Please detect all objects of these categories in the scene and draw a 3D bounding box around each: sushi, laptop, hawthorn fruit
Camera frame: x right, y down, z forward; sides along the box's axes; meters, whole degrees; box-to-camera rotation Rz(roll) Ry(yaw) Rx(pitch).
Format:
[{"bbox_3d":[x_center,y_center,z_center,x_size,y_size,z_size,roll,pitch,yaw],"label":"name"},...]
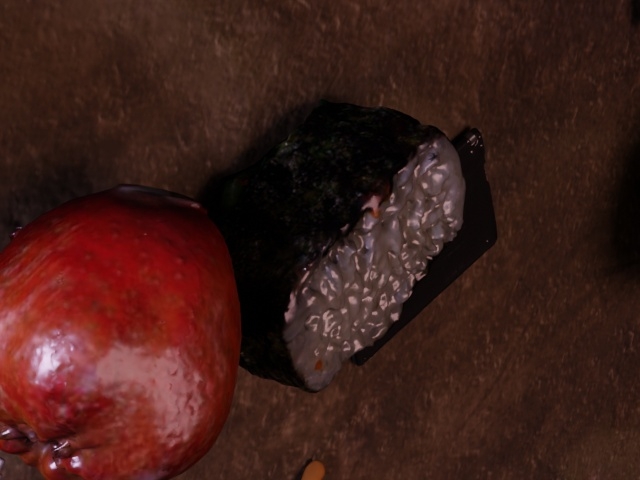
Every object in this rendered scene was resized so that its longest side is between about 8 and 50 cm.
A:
[{"bbox_3d":[0.000,0.000,1.338,0.225,0.127,0.124,-51,142,-29],"label":"sushi"},{"bbox_3d":[0.078,0.006,1.532,0.180,0.016,0.129,-40,137,-26],"label":"laptop"},{"bbox_3d":[-0.131,0.053,1.188,0.185,0.185,0.202,56,49,-50],"label":"hawthorn fruit"}]

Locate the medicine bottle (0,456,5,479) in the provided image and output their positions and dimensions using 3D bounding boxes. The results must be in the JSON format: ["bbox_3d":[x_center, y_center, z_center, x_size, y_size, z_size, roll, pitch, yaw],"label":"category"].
[{"bbox_3d":[-0.258,0.226,1.222,0.199,0.058,0.057,-60,144,-5],"label":"medicine bottle"}]

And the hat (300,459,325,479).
[{"bbox_3d":[-0.015,0.291,1.511,0.244,0.233,0.233,54,41,-62],"label":"hat"}]
